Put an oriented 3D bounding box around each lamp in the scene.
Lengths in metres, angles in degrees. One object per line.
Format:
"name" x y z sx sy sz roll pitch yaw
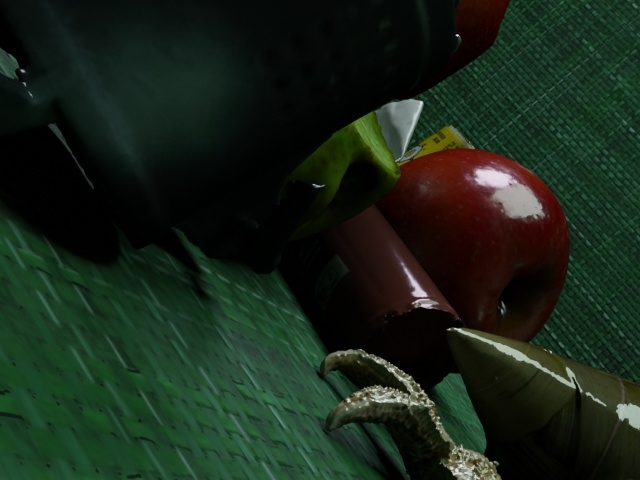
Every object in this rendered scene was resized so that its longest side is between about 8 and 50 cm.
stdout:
"lamp" -0.061 -0.142 0.595 0.205 0.272 0.374 52 7 31

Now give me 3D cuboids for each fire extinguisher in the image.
"fire extinguisher" 0.000 0.000 1.046 0.147 0.107 0.337 15 26 -35

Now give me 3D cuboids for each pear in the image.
"pear" -0.036 -0.083 0.923 0.238 0.164 0.255 46 15 -40

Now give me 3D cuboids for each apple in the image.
"apple" 0.153 0.024 1.281 0.216 0.260 0.260 33 -5 37

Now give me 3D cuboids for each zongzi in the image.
"zongzi" 0.177 0.164 1.038 0.300 0.145 0.274 32 -20 -14

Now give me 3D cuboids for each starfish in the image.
"starfish" 0.085 0.164 0.799 0.238 0.071 0.216 46 -2 31

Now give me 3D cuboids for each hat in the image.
"hat" -0.041 -0.123 1.369 0.257 0.168 0.301 23 -14 -7

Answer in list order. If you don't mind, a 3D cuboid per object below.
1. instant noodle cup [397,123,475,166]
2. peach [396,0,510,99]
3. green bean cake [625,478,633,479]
"instant noodle cup" 0.208 -0.031 1.934 0.325 0.254 0.325 48 7 -8
"peach" 0.026 -0.310 1.137 0.388 0.388 0.388 49 6 -7
"green bean cake" 0.273 0.332 0.816 0.255 0.132 0.241 53 3 -8
